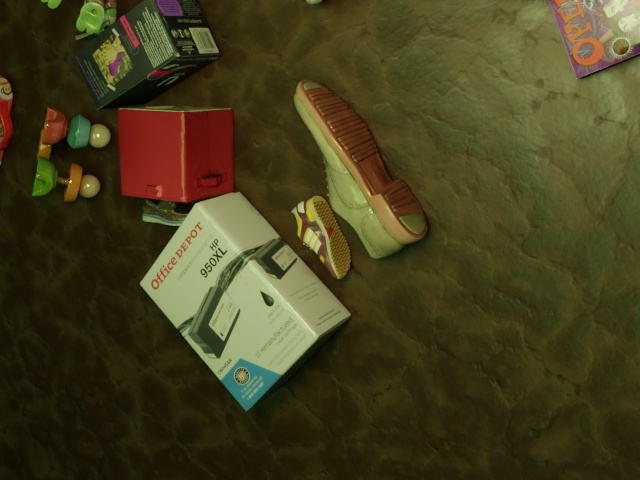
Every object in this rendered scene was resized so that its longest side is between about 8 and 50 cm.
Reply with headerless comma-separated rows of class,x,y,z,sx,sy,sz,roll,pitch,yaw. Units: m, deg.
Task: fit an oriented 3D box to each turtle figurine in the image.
turtle figurine,-0.558,-0.533,1.598,0.275,0.266,0.197,-17,121,2

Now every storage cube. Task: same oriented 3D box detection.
storage cube,-0.321,-0.199,1.587,0.215,0.184,0.193,9,106,27

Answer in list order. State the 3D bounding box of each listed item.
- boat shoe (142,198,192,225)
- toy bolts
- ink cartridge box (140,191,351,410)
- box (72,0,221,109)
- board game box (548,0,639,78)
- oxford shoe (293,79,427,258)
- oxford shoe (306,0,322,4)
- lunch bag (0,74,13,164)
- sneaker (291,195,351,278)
boat shoe,-0.359,-0.074,1.707,0.183,0.066,0.066,5,103,28
toy bolts,-0.628,-0.233,1.810,0.228,0.159,0.218,-61,31,36
ink cartridge box,-0.177,0.131,1.597,0.395,0.166,0.285,47,119,12
box,-0.386,-0.413,1.581,0.270,0.165,0.143,-22,93,32
board game box,0.462,-0.464,1.153,0.208,0.056,0.346,-19,92,43
oxford shoe,0.046,-0.137,1.428,0.146,0.141,0.396,-37,81,38
oxford shoe,-0.010,-0.678,1.328,0.130,0.169,0.448,-6,103,-6
lunch bag,-0.954,-0.333,1.953,0.258,0.120,0.293,28,115,17
sneaker,0.000,0.000,1.531,0.084,0.070,0.185,-23,84,40
